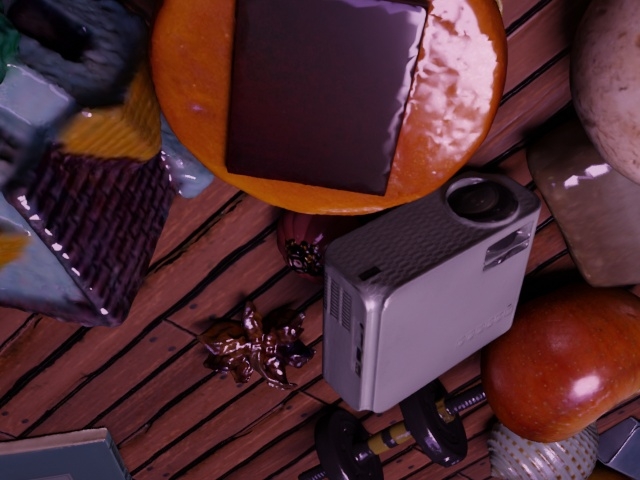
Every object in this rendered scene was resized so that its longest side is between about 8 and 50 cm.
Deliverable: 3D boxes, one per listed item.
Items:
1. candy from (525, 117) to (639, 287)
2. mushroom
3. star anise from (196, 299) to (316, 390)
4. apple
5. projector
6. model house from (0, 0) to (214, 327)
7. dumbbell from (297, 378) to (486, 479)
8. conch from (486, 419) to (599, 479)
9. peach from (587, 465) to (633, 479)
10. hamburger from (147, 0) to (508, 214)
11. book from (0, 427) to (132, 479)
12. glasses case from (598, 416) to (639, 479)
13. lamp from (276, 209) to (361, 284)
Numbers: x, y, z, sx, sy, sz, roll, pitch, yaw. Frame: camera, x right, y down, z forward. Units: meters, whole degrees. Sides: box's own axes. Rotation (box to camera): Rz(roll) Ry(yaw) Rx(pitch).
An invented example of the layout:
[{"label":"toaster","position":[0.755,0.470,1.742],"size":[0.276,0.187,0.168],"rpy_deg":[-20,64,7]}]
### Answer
[{"label":"candy","position":[0.315,-0.038,0.879],"size":[0.104,0.102,0.234],"rpy_deg":[-26,129,15]},{"label":"mushroom","position":[0.325,-0.162,0.716],"size":[0.189,0.195,0.253],"rpy_deg":[1,100,6]},{"label":"star anise","position":[-0.083,0.136,1.019],"size":[0.168,0.057,0.167],"rpy_deg":[0,124,-1]},{"label":"apple","position":[0.315,0.148,0.994],"size":[0.235,0.173,0.210],"rpy_deg":[-32,158,3]},{"label":"projector","position":[0.117,0.052,0.869],"size":[0.251,0.108,0.198],"rpy_deg":[-27,139,-26]},{"label":"model house","position":[-0.201,-0.073,0.633],"size":[0.249,0.280,0.230],"rpy_deg":[31,134,-22]},{"label":"dumbbell","position":[0.101,0.282,1.114],"size":[0.326,0.143,0.143],"rpy_deg":[-32,129,20]},{"label":"conch","position":[0.358,0.328,1.199],"size":[0.200,0.131,0.172],"rpy_deg":[-15,132,7]},{"label":"peach","position":[0.460,0.487,1.302],"size":[0.231,0.231,0.230],"rpy_deg":[-4,133,-4]},{"label":"hamburger","position":[0.013,-0.172,0.632],"size":[0.291,0.225,0.290],"rpy_deg":[1,130,1]},{"label":"book","position":[-0.425,0.435,1.261],"size":[0.264,0.031,0.379],"rpy_deg":[-7,133,-2]},{"label":"glasses case","position":[0.580,0.388,1.334],"size":[0.266,0.056,0.105],"rpy_deg":[29,124,-29]},{"label":"lamp","position":[0.000,0.000,0.877],"size":[0.108,0.092,0.107],"rpy_deg":[24,137,25]}]
